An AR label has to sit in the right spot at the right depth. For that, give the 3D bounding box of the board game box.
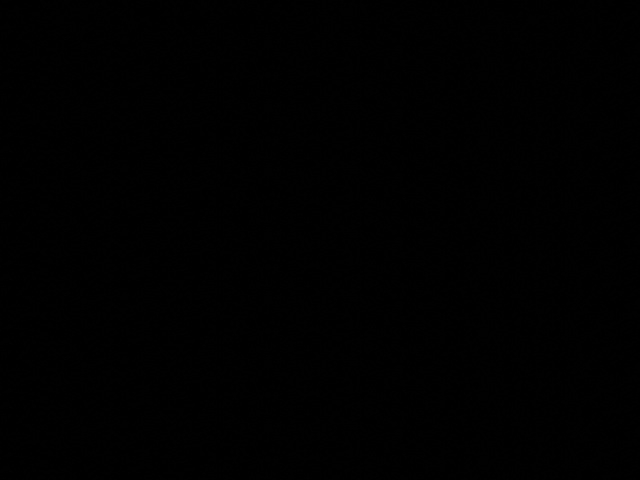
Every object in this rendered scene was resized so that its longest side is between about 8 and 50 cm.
[{"bbox_3d":[0.036,-0.062,0.193,0.356,0.356,0.356,-7,62,-23],"label":"board game box"}]

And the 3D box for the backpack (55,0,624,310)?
[{"bbox_3d":[0.000,0.000,0.435,0.182,0.152,0.115,45,42,-3],"label":"backpack"}]
